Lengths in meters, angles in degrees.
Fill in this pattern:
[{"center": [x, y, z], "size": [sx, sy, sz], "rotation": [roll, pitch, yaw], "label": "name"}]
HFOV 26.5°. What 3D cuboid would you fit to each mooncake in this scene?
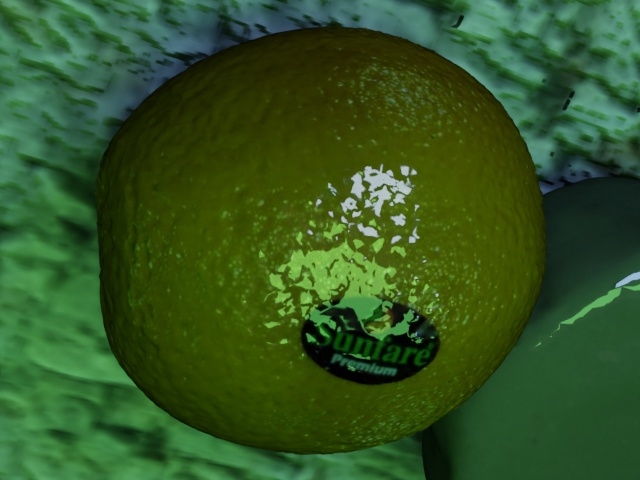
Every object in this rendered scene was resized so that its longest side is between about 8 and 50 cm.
[{"center": [0.184, 0.088, 0.839], "size": [0.275, 0.135, 0.274], "rotation": [-6, 120, -11], "label": "mooncake"}]

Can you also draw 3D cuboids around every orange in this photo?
[{"center": [0.000, 0.000, 0.696], "size": [0.236, 0.236, 0.236], "rotation": [-6, 117, -13], "label": "orange"}]
